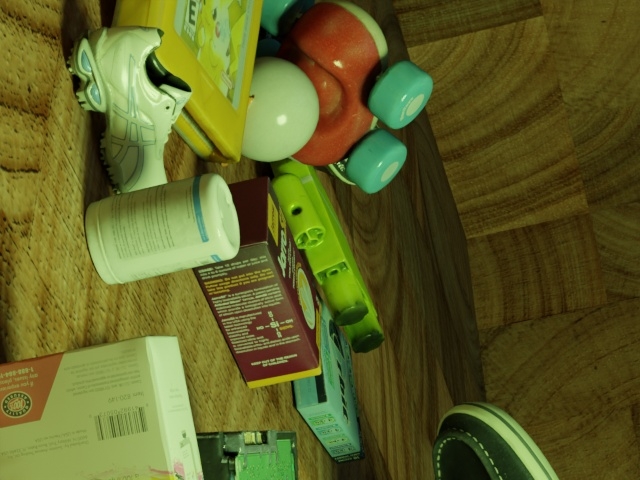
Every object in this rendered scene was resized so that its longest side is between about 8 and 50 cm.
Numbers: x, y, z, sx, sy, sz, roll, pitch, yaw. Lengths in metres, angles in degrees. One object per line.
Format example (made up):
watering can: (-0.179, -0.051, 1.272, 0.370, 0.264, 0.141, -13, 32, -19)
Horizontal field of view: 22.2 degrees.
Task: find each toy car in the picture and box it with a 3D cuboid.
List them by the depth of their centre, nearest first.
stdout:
toy car: (-0.043, -0.141, 1.794, 0.219, 0.238, 0.210, 41, -39, 18)

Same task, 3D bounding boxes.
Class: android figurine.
android figurine: (0.000, 0.000, 1.979, 0.273, 0.056, 0.248, 66, 4, 29)

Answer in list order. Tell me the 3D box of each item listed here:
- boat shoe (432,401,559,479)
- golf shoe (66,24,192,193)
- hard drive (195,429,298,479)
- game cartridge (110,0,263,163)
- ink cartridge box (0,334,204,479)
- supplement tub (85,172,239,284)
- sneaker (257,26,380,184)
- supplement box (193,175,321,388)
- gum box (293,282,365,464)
boat shoe: (0.187, 0.416, 1.705, 0.187, 0.156, 0.500, -26, -109, 57)
golf shoe: (-0.142, -0.097, 1.346, 0.069, 0.086, 0.176, -91, 166, -55)
hard drive: (-0.058, 0.316, 1.251, 0.237, 0.064, 0.339, 31, 55, -79)
game cartridge: (-0.111, -0.272, 1.582, 0.285, 0.053, 0.323, 52, 45, -68)
ink cartridge box: (-0.132, 0.165, 1.002, 0.067, 0.115, 0.198, 19, 60, -78)
supplement tub: (-0.123, -0.009, 1.280, 0.071, 0.107, 0.071, -12, 90, -80)
sneaker: (-0.039, -0.185, 2.053, 0.281, 0.106, 0.162, 58, -18, -8)
supplement box: (-0.062, 0.043, 1.625, 0.104, 0.081, 0.188, -90, 164, -48)
gum box: (0.005, 0.162, 1.955, 0.184, 0.041, 0.157, 60, 19, -58)
